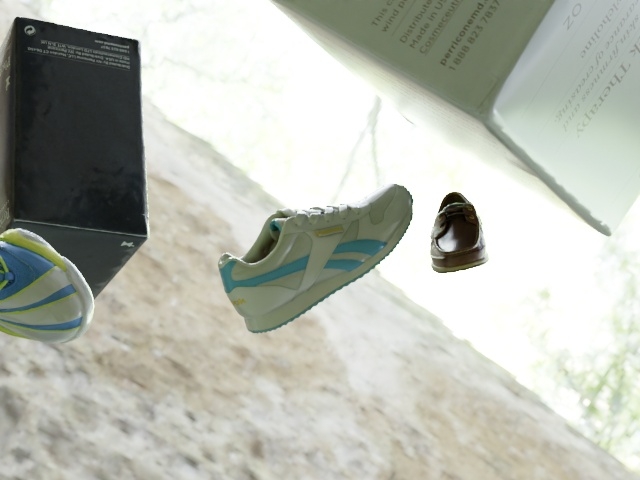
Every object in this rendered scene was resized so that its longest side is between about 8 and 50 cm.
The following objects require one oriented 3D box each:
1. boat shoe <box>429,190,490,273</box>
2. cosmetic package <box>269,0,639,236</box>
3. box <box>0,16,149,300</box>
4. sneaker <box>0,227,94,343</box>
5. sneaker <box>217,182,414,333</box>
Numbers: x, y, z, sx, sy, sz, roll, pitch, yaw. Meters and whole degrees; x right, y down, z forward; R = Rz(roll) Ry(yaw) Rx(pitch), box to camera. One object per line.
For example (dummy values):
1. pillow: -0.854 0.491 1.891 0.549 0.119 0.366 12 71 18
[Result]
1. boat shoe: 0.146 -0.009 1.256 0.064 0.060 0.178 -12 -166 9
2. cosmetic package: 0.212 -0.262 1.223 0.327 0.329 0.393 35 -176 34
3. box: -0.363 -0.086 1.538 0.182 0.296 0.294 6 -117 -28
4. sneaker: -0.307 0.028 0.931 0.240 0.091 0.126 25 -157 12
5. sneaker: 0.000 0.000 1.213 0.092 0.228 0.087 60 163 -19
